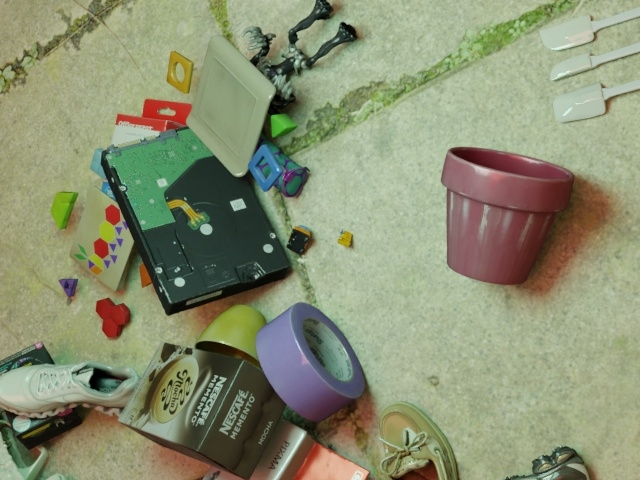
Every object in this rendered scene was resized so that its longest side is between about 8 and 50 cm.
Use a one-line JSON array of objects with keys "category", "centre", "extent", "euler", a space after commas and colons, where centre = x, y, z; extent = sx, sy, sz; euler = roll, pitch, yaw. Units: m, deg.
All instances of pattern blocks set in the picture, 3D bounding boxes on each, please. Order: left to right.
[{"category": "pattern blocks set", "centre": [-0.418, -0.001, 2.003], "extent": [0.285, 0.026, 0.324], "euler": [42, 120, 17]}]

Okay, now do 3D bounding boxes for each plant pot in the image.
[{"category": "plant pot", "centre": [-0.145, 0.172, 1.840], "extent": [0.134, 0.134, 0.095], "euler": [5, 58, 30]}, {"category": "plant pot", "centre": [0.277, -0.036, 1.595], "extent": [0.201, 0.201, 0.180], "euler": [18, 107, 30]}]

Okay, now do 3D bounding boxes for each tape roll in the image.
[{"category": "tape roll", "centre": [-0.016, 0.202, 1.714], "extent": [0.080, 0.189, 0.189], "euler": [-37, 66, 21]}]

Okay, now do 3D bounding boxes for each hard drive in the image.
[{"category": "hard drive", "centre": [-0.231, -0.048, 1.865], "extent": [0.338, 0.237, 0.064], "euler": [62, 154, 20]}]

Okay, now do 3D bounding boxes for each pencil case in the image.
[{"category": "pencil case", "centre": [-0.091, -0.144, 1.876], "extent": [0.064, 0.070, 0.152], "euler": [-45, 61, -8]}]

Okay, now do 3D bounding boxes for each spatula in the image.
[{"category": "spatula", "centre": [0.474, -0.290, 1.614], "extent": [0.242, 0.019, 0.168], "euler": [-14, 71, 26]}]

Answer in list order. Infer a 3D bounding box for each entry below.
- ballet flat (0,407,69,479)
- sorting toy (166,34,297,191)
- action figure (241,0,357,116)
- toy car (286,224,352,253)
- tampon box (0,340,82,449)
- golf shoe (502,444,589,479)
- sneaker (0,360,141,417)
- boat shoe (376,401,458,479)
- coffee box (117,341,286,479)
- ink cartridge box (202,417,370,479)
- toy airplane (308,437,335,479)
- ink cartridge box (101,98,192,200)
[{"category": "ballet flat", "centre": [-0.581, 0.477, 2.034], "extent": [0.409, 0.147, 0.147], "euler": [42, 103, 27]}, {"category": "sorting toy", "centre": [-0.155, -0.242, 1.841], "extent": [0.347, 0.047, 0.196], "euler": [47, 131, 27]}, {"category": "action figure", "centre": [-0.075, -0.321, 1.858], "extent": [0.276, 0.141, 0.164], "euler": [-40, 77, 17]}, {"category": "toy car", "centre": [0.000, 0.000, 1.836], "extent": [0.122, 0.060, 0.040], "euler": [11, 44, 14]}, {"category": "tampon box", "centre": [-0.565, 0.307, 2.034], "extent": [0.120, 0.101, 0.161], "euler": [-27, 66, -13]}, {"category": "golf shoe", "centre": [0.319, 0.394, 1.562], "extent": [0.198, 0.077, 0.093], "euler": [-37, 67, 21]}, {"category": "sneaker", "centre": [-0.472, 0.270, 1.935], "extent": [0.292, 0.118, 0.110], "euler": [0, 63, -2]}, {"category": "boat shoe", "centre": [0.167, 0.387, 1.640], "extent": [0.105, 0.089, 0.285], "euler": [-37, 66, 21]}, {"category": "coffee box", "centre": [-0.202, 0.284, 1.759], "extent": [0.297, 0.119, 0.168], "euler": [1, 59, 54]}, {"category": "ink cartridge box", "centre": [-0.087, 0.442, 1.717], "extent": [0.239, 0.060, 0.275], "euler": [23, 74, 30]}, {"category": "toy airplane", "centre": [-0.027, 0.406, 1.783], "extent": [0.151, 0.028, 0.151], "euler": [-6, 78, 30]}, {"category": "ink cartridge box", "centre": [-0.341, -0.169, 2.017], "extent": [0.134, 0.078, 0.230], "euler": [10, 89, 31]}]
